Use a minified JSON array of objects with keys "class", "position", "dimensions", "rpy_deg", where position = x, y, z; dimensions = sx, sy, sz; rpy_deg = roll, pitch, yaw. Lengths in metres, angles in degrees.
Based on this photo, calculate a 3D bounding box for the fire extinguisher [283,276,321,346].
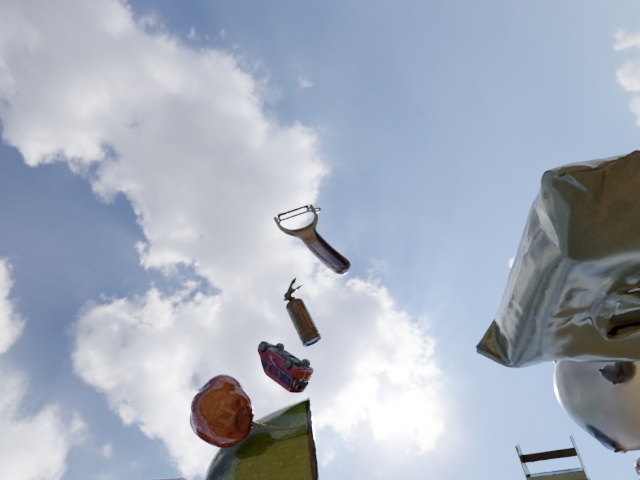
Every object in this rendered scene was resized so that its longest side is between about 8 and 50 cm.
[{"class":"fire extinguisher","position":[-0.068,0.259,1.547],"dimensions":[0.106,0.075,0.252],"rpy_deg":[-24,-118,-8]}]

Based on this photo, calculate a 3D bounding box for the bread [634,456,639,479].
[{"class":"bread","position":[0.731,0.420,0.647],"dimensions":[0.185,0.381,0.109],"rpy_deg":[59,-138,-18]}]

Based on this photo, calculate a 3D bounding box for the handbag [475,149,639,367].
[{"class":"handbag","position":[0.304,0.031,0.407],"dimensions":[0.254,0.315,0.109],"rpy_deg":[-5,-132,6]}]

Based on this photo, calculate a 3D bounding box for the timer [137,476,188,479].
[{"class":"timer","position":[-0.451,0.772,1.100],"dimensions":[0.194,0.195,0.192],"rpy_deg":[-27,-81,-66]}]

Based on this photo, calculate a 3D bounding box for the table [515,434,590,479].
[{"class":"table","position":[0.630,0.628,1.114],"dimensions":[0.062,0.146,0.175],"rpy_deg":[25,-134,-54]}]

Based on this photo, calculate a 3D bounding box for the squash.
[{"class":"squash","position":[-0.159,0.602,1.126],"dimensions":[0.309,0.310,0.310],"rpy_deg":[-5,-104,-2]}]

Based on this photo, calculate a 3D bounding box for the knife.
[{"class":"knife","position":[0.001,0.002,0.960],"dimensions":[0.124,0.278,0.053],"rpy_deg":[-24,-51,-16]}]

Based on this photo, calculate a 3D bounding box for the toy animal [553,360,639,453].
[{"class":"toy animal","position":[0.578,0.241,0.754],"dimensions":[0.310,0.251,0.250],"rpy_deg":[-14,-97,-22]}]

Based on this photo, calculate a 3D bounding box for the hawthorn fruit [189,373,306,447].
[{"class":"hawthorn fruit","position":[-0.185,0.448,1.040],"dimensions":[0.286,0.165,0.165],"rpy_deg":[20,-120,6]}]

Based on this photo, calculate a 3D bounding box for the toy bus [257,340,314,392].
[{"class":"toy bus","position":[-0.114,0.368,1.235],"dimensions":[0.081,0.195,0.089],"rpy_deg":[22,-93,-46]}]
